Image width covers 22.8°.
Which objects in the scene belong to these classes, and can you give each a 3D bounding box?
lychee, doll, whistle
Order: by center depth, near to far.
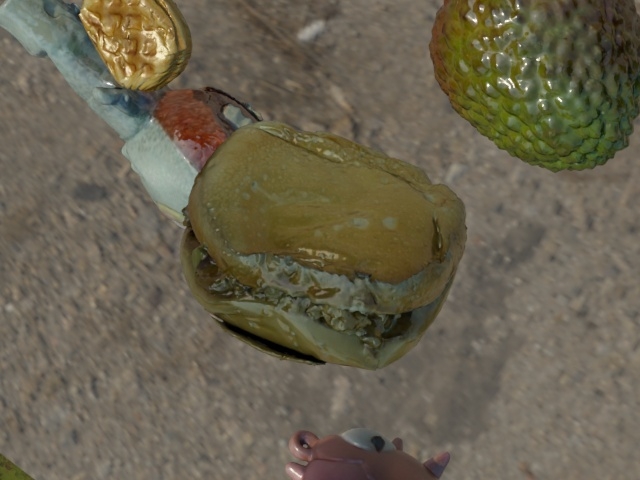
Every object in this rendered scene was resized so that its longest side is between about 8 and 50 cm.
[{"bbox_3d":[0.112,-0.103,0.823,0.114,0.114,0.146,-25,68,-11],"label":"lychee"},{"bbox_3d":[-0.147,-0.113,1.463,0.346,0.142,0.134,42,126,-12],"label":"whistle"},{"bbox_3d":[0.068,0.277,1.539,0.211,0.262,0.093,-22,149,-42],"label":"doll"}]

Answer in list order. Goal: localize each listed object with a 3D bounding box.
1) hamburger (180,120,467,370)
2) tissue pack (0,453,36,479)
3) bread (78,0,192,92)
[{"bbox_3d":[0.000,-0.001,1.164,0.214,0.214,0.108,-7,127,-21],"label":"hamburger"},{"bbox_3d":[-0.207,0.249,1.186,0.062,0.095,0.176,-36,114,26],"label":"tissue pack"},{"bbox_3d":[-0.156,-0.182,1.357,0.083,0.044,0.110,-39,81,32],"label":"bread"}]
